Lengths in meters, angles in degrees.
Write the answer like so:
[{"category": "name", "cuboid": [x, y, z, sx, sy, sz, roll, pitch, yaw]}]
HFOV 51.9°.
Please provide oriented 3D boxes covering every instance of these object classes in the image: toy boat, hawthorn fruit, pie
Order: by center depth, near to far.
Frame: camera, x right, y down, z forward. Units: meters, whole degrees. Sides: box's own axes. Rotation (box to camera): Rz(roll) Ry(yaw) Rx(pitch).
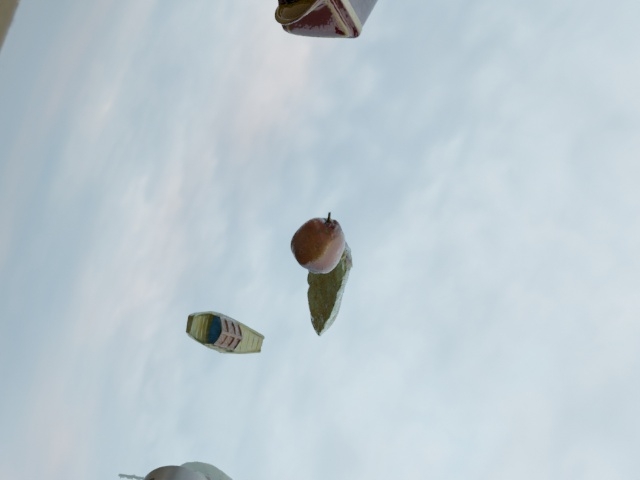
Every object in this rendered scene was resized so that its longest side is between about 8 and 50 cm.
[{"category": "hawthorn fruit", "cuboid": [-0.002, 0.005, 0.870, 0.077, 0.077, 0.077, -38, -139, 43]}, {"category": "toy boat", "cuboid": [-0.161, 0.158, 1.105, 0.066, 0.172, 0.065, 3, -107, 37]}, {"category": "pie", "cuboid": [0.021, 0.115, 1.792, 0.257, 0.106, 0.274, -116, -144, -70]}]

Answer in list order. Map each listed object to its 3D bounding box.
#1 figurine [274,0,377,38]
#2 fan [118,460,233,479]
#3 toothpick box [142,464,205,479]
[{"category": "figurine", "cuboid": [0.008, -0.251, 0.596, 0.083, 0.098, 0.154, 14, -120, 25]}, {"category": "fan", "cuboid": [-0.348, 0.614, 1.653, 0.009, 0.329, 0.190, -60, -154, 19]}, {"category": "toothpick box", "cuboid": [-0.203, 0.375, 0.810, 0.111, 0.111, 0.180, -60, -176, 15]}]
